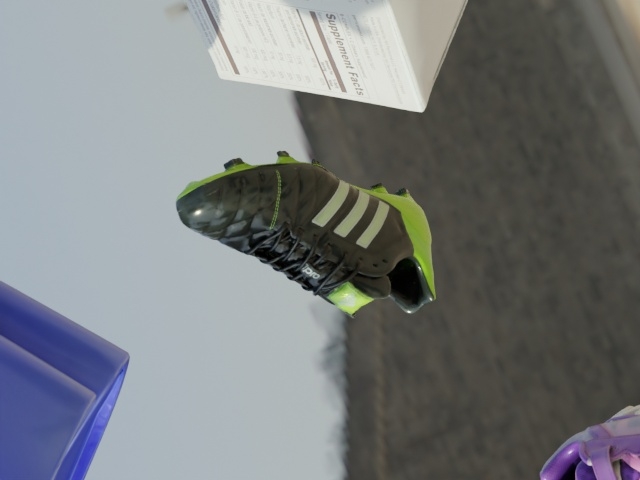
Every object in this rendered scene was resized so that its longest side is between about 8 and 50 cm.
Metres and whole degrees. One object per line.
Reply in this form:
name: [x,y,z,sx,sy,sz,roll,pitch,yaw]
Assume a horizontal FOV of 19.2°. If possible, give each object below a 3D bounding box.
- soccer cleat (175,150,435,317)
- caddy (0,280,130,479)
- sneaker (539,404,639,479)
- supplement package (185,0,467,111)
soccer cleat: [0.000,0.000,0.995,0.179,0.060,0.072,10,-123,-46]
caddy: [-0.259,0.168,1.178,0.179,0.341,0.241,24,-170,0]
sneaker: [0.227,0.149,1.243,0.236,0.104,0.095,-29,74,60]
supplement package: [0.022,-0.249,1.147,0.204,0.145,0.262,66,-139,-55]
